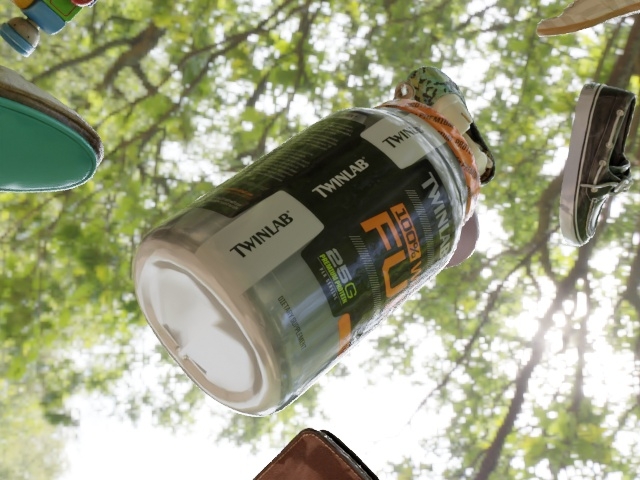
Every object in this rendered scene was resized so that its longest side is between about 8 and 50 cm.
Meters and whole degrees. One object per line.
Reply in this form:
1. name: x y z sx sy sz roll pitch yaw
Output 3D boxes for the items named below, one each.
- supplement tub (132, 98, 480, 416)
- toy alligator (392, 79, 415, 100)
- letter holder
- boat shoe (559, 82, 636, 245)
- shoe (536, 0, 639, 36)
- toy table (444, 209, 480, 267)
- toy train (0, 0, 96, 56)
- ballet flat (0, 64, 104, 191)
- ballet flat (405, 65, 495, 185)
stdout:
1. supplement tub: 0.000 0.000 0.860 0.194 0.316 0.193 31 -39 29
2. toy alligator: 0.049 -0.104 1.071 0.056 0.051 0.189 42 -57 22
3. letter holder: 0.060 0.387 1.208 0.302 0.152 0.214 48 -62 14
4. boat shoe: 0.491 -0.121 1.598 0.105 0.113 0.306 18 -61 29
5. shoe: 0.452 -0.376 1.469 0.076 0.219 0.058 -49 124 -75
6. toy table: 0.118 -0.057 1.465 0.274 0.161 0.252 29 -73 17
7. toy train: -0.427 -0.366 1.212 0.143 0.248 0.105 -47 -135 0
8. ballet flat: -0.356 -0.118 0.767 0.116 0.343 0.124 -62 -141 38
9. ballet flat: 0.164 -0.132 1.098 0.070 0.188 0.070 -19 -132 23
